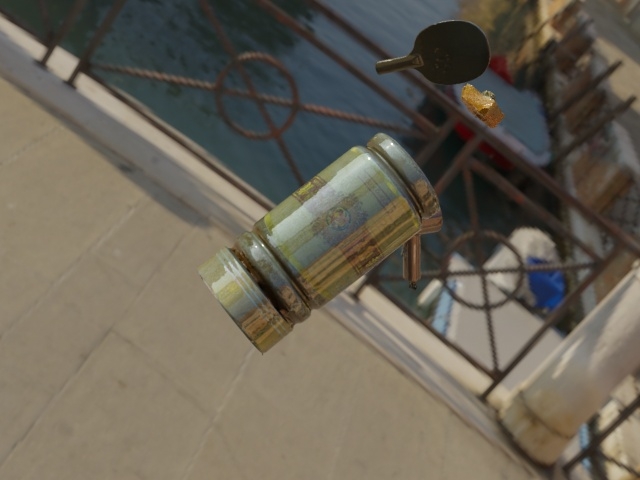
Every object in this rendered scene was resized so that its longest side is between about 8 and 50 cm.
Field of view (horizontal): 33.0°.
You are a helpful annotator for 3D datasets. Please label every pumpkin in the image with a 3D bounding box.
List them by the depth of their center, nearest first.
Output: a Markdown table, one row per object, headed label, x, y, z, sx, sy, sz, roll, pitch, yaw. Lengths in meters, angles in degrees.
| label | x | y | z | sx | sy | sz | roll | pitch | yaw |
| --- | --- | --- | --- | --- | --- | --- | --- | --- | --- |
| pumpkin | 0.306 | -0.258 | 2.037 | 0.074 | 0.054 | 0.083 | 44 | 6 | 28 |

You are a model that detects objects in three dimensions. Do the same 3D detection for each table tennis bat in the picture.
| label | x | y | z | sx | sy | sz | roll | pitch | yaw |
| --- | --- | --- | --- | --- | --- | --- | --- | --- | --- |
| table tennis bat | 0.219 | -0.361 | 2.124 | 0.022 | 0.234 | 0.131 | -60 | 136 | -54 |

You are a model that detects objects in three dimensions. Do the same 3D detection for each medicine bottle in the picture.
| label | x | y | z | sx | sy | sz | roll | pitch | yaw |
| --- | --- | --- | --- | --- | --- | --- | --- | --- | --- |
| medicine bottle | 0.000 | 0.000 | 1.499 | 0.151 | 0.322 | 0.151 | 51 | -4 | 5 |

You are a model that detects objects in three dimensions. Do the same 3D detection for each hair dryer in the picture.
| label | x | y | z | sx | sy | sz | roll | pitch | yaw |
| --- | --- | --- | --- | --- | --- | --- | --- | --- | --- |
| hair dryer | 0.170 | 0.015 | 2.059 | 0.117 | 0.182 | 0.064 | -10 | 26 | -15 |
